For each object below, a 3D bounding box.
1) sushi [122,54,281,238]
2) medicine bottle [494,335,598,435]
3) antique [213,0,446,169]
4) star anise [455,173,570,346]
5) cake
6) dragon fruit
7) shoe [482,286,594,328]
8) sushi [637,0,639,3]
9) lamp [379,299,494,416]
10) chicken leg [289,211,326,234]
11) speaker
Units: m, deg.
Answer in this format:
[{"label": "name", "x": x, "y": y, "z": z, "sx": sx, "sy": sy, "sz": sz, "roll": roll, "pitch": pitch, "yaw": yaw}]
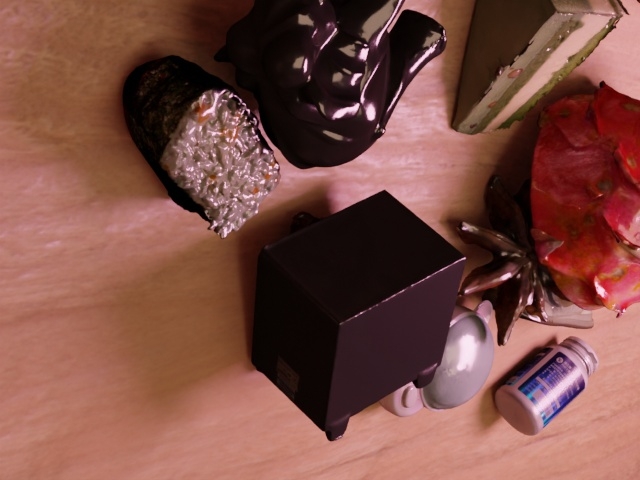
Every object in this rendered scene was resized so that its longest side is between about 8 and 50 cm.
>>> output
[{"label": "sushi", "x": -0.140, "y": -0.114, "z": 1.391, "sx": 0.136, "sy": 0.126, "sz": 0.225, "roll": -47, "pitch": 139, "yaw": -14}, {"label": "medicine bottle", "x": 0.419, "y": 0.262, "z": 2.162, "sx": 0.191, "sy": 0.107, "sz": 0.107, "roll": -37, "pitch": 134, "yaw": -23}, {"label": "antique", "x": 0.016, "y": -0.222, "z": 1.404, "sx": 0.255, "sy": 0.185, "sz": 0.322, "roll": -46, "pitch": 149, "yaw": -21}, {"label": "star anise", "x": 0.321, "y": 0.031, "z": 1.910, "sx": 0.288, "sy": 0.088, "sz": 0.288, "roll": 6, "pitch": 78, "yaw": -33}, {"label": "cake", "x": 0.285, "y": -0.302, "z": 1.749, "sx": 0.158, "sy": 0.172, "sz": 0.283, "roll": -5, "pitch": 149, "yaw": -35}, {"label": "dragon fruit", "x": 0.506, "y": -0.069, "z": 1.884, "sx": 0.386, "sy": 0.249, "sz": 0.370, "roll": -39, "pitch": 113, "yaw": -46}, {"label": "shoe", "x": 0.385, "y": 0.095, "z": 2.041, "sx": 0.275, "sy": 0.103, "sz": 0.098, "roll": 8, "pitch": 91, "yaw": -47}, {"label": "sushi", "x": 0.610, "y": -0.427, "z": 1.956, "sx": 0.226, "sy": 0.103, "sz": 0.097, "roll": -3, "pitch": 98, "yaw": -45}, {"label": "lamp", "x": 0.200, "y": 0.206, "z": 1.918, "sx": 0.246, "sy": 0.108, "sz": 0.179, "roll": -26, "pitch": 125, "yaw": -31}, {"label": "chicken leg", "x": 0.003, "y": -0.004, "z": 1.658, "sx": 0.145, "sy": 0.037, "sz": 0.062, "roll": 23, "pitch": 101, "yaw": -53}, {"label": "speaker", "x": 0.046, "y": 0.101, "z": 1.627, "sx": 0.232, "sy": 0.184, "sz": 0.254, "roll": -26, "pitch": 142, "yaw": -30}]
